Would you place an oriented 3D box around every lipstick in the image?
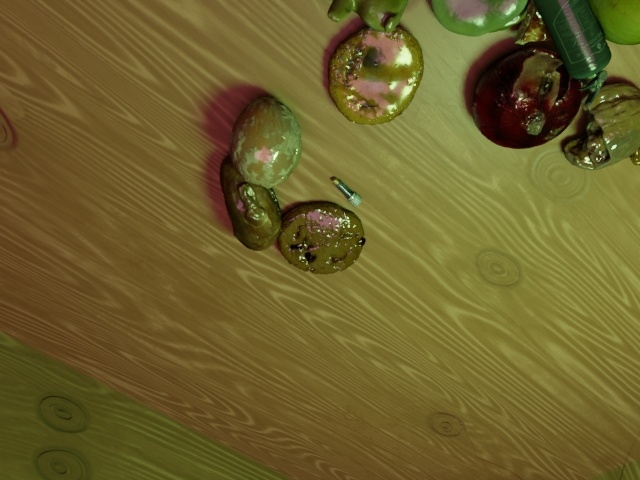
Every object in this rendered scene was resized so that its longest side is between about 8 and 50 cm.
[{"bbox_3d":[0.079,-0.154,1.511,0.037,0.037,0.116,-37,112,26],"label":"lipstick"}]

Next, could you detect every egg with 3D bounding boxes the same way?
[{"bbox_3d":[-0.150,-0.267,1.339,0.204,0.203,0.244,6,103,-1],"label":"egg"}]

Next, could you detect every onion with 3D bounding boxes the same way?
[{"bbox_3d":[0.531,-0.346,1.245,0.273,0.195,0.271,0,126,0],"label":"onion"}]

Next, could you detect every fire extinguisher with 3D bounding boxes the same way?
[{"bbox_3d":[0.578,-0.465,1.116,0.114,0.095,0.311,-42,110,-6],"label":"fire extinguisher"}]

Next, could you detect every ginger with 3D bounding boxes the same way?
[{"bbox_3d":[-0.204,-0.102,1.488,0.165,0.172,0.321,-30,126,-25],"label":"ginger"}]

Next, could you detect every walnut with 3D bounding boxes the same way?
[{"bbox_3d":[0.788,-0.291,1.309,0.204,0.141,0.238,-2,128,-1],"label":"walnut"}]

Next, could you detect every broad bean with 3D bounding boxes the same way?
[{"bbox_3d":[0.377,-0.570,1.161,0.228,0.100,0.169,23,120,-1],"label":"broad bean"}]

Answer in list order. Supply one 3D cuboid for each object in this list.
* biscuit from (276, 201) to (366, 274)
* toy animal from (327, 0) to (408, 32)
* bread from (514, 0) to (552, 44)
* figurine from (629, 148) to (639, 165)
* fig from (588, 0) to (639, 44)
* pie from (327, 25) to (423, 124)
[{"bbox_3d":[-0.001,0.001,1.602,0.296,0.075,0.295,1,126,2],"label":"biscuit"},{"bbox_3d":[0.041,-0.598,1.099,0.364,0.180,0.181,15,119,-9],"label":"toy animal"},{"bbox_3d":[0.536,-0.549,1.175,0.155,0.054,0.135,-17,123,-16],"label":"bread"},{"bbox_3d":[0.933,-0.265,1.367,0.101,0.068,0.143,37,107,-26],"label":"figurine"},{"bbox_3d":[0.696,-0.551,1.095,0.230,0.207,0.207,28,134,32],"label":"fig"},{"bbox_3d":[0.142,-0.433,1.282,0.274,0.069,0.273,1,124,2],"label":"pie"}]
